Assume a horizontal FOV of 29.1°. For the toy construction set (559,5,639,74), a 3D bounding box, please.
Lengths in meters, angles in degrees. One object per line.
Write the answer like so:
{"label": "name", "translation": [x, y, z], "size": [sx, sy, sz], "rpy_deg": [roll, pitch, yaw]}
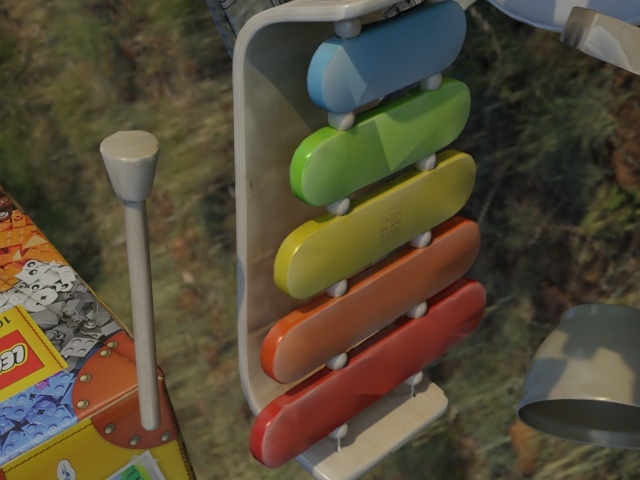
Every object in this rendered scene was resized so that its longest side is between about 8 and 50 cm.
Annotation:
{"label": "toy construction set", "translation": [0.200, -0.124, 0.478], "size": [0.257, 0.309, 0.237], "rpy_deg": [29, 104, 58]}

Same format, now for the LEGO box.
{"label": "LEGO box", "translation": [-0.245, 0.239, 1.092], "size": [0.372, 0.193, 0.500], "rpy_deg": [40, 150, 45]}

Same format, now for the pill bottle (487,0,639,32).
{"label": "pill bottle", "translation": [0.259, -0.280, 0.796], "size": [0.224, 0.392, 0.224], "rpy_deg": [21, 123, 37]}

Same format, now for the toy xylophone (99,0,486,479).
{"label": "toy xylophone", "translation": [0.000, 0.000, 0.687], "size": [0.081, 0.236, 0.323], "rpy_deg": [26, 137, 35]}

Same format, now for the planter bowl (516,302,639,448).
{"label": "planter bowl", "translation": [0.275, 0.126, 1.183], "size": [0.162, 0.162, 0.109], "rpy_deg": [99, -178, -69]}

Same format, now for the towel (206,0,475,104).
{"label": "towel", "translation": [0.038, -0.245, 1.294], "size": [0.056, 0.312, 0.324], "rpy_deg": [23, 153, 38]}
